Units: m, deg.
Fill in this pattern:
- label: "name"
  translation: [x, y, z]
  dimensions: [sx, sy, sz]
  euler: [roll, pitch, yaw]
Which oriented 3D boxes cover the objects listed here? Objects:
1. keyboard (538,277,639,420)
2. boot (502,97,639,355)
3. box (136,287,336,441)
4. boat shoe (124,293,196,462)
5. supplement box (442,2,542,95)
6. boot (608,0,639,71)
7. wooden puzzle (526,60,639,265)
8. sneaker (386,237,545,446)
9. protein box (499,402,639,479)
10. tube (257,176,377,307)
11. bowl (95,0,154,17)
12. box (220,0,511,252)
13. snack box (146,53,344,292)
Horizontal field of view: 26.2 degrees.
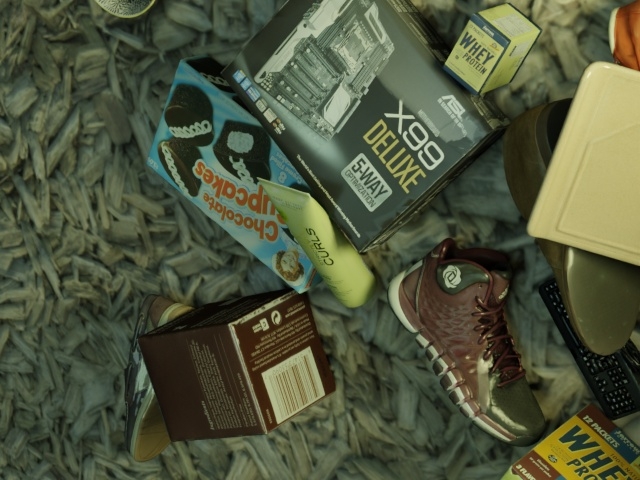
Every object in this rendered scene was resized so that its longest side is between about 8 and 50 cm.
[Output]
- label: "keyboard"
  translation: [0.339, 0.127, 1.682]
  dimensions: [0.100, 0.038, 0.192]
  euler: [-33, 86, 42]
- label: "boot"
  translation: [0.297, -0.014, 1.637]
  dimensions: [0.115, 0.112, 0.305]
  euler: [-6, 100, 61]
- label: "box"
  translation: [-0.121, 0.180, 1.990]
  dimensions: [0.203, 0.168, 0.167]
  euler: [-11, 100, 41]
- label: "boat shoe"
  translation: [-0.263, 0.214, 2.172]
  dimensions: [0.092, 0.102, 0.285]
  euler: [31, 120, 33]
- label: "supplement box"
  translation: [0.203, -0.226, 1.626]
  dimensions: [0.056, 0.083, 0.083]
  euler: [43, 128, 19]
- label: "boot"
  translation: [0.366, -0.192, 1.530]
  dimensions: [0.084, 0.059, 0.158]
  euler: [-3, 101, 48]
- label: "wooden puzzle"
  translation: [0.368, -0.073, 1.511]
  dimensions: [0.238, 0.044, 0.221]
  euler: [14, 120, -3]
- label: "sneaker"
  translation: [0.213, 0.116, 1.738]
  dimensions: [0.281, 0.106, 0.162]
  euler: [50, 127, 14]
- label: "protein box"
  translation: [0.287, 0.343, 1.695]
  dimensions: [0.136, 0.201, 0.200]
  euler: [44, 129, 18]
- label: "tube"
  translation: [0.000, 0.000, 1.806]
  dimensions: [0.070, 0.062, 0.240]
  euler: [-19, 137, 15]
- label: "bowl"
  translation: [-0.258, -0.404, 1.939]
  dimensions: [0.170, 0.080, 0.170]
  euler: [16, 116, 35]
- label: "box"
  translation: [0.054, -0.179, 1.738]
  dimensions: [0.242, 0.076, 0.307]
  euler: [-43, 78, 27]
- label: "snack box"
  translation: [-0.096, -0.096, 1.937]
  dimensions: [0.322, 0.060, 0.187]
  euler: [39, 127, 21]
